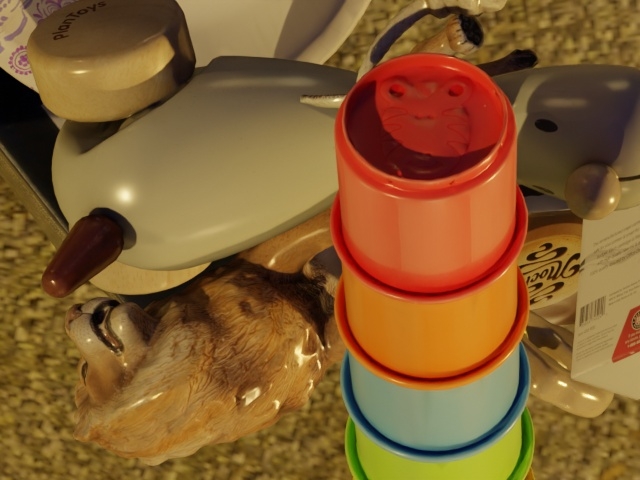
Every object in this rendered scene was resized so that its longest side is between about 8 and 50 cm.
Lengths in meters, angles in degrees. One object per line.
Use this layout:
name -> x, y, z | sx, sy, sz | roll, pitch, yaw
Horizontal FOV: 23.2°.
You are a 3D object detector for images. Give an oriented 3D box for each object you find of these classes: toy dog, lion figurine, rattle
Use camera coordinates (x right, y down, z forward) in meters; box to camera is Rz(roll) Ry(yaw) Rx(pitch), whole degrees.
toy dog -> -0.008, -0.031, 0.762 | 0.220, 0.334, 0.161 | 55, 32, -30
lion figurine -> 0.000, 0.000, 1.073 | 0.142, 0.240, 0.392 | 53, 42, -6
rattle -> 0.171, 0.128, 1.233 | 0.200, 0.130, 0.142 | 16, 98, -58

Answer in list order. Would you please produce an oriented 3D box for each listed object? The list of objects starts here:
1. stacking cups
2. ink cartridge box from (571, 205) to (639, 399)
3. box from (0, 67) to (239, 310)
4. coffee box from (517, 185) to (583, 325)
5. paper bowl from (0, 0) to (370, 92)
stacking cups -> 0.049, 0.050, 0.658 | 0.096, 0.096, 0.316 | -47, 156, -20
ink cartridge box -> 0.216, 0.023, 1.009 | 0.056, 0.099, 0.135 | 19, 63, -20
box -> -0.213, -0.122, 1.476 | 0.212, 0.395, 0.293 | -40, 110, -10
coffee box -> 0.253, -0.013, 1.525 | 0.297, 0.118, 0.168 | -4, 136, -20
paper bowl -> -0.097, -0.225, 0.955 | 0.284, 0.148, 0.284 | 0, 116, 0
